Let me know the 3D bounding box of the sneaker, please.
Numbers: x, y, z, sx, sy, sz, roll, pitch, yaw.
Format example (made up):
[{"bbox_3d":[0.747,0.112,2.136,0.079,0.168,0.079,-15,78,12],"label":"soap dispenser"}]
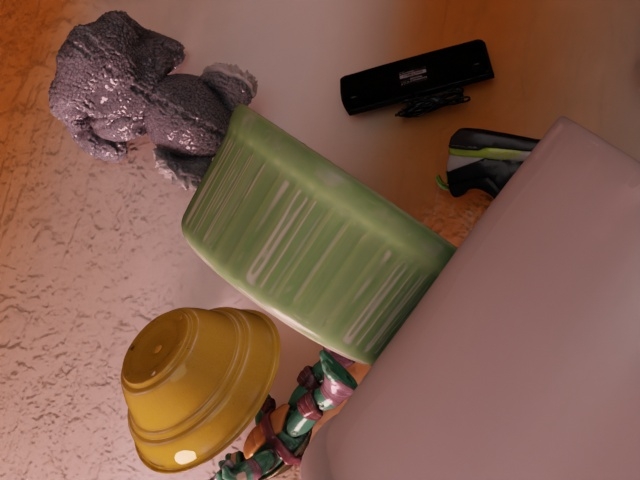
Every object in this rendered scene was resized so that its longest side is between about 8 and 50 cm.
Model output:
[{"bbox_3d":[0.253,-0.066,0.940,0.234,0.084,0.097,13,104,19],"label":"sneaker"}]

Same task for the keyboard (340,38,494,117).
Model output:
[{"bbox_3d":[0.121,-0.189,1.024,0.192,0.038,0.100,-13,50,13],"label":"keyboard"}]

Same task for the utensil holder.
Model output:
[{"bbox_3d":[0.219,0.137,0.701,0.327,0.327,0.385,40,106,20],"label":"utensil holder"}]

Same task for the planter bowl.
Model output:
[{"bbox_3d":[-0.158,0.143,0.918,0.217,0.090,0.217,-28,35,22],"label":"planter bowl"}]

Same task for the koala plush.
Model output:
[{"bbox_3d":[-0.205,-0.171,1.029,0.221,0.203,0.196,30,86,8],"label":"koala plush"}]

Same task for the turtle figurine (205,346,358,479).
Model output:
[{"bbox_3d":[-0.059,0.209,0.925,0.234,0.118,0.175,-43,29,10],"label":"turtle figurine"}]

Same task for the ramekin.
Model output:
[{"bbox_3d":[0.000,0.000,0.866,0.303,0.303,0.148,36,94,20],"label":"ramekin"}]
